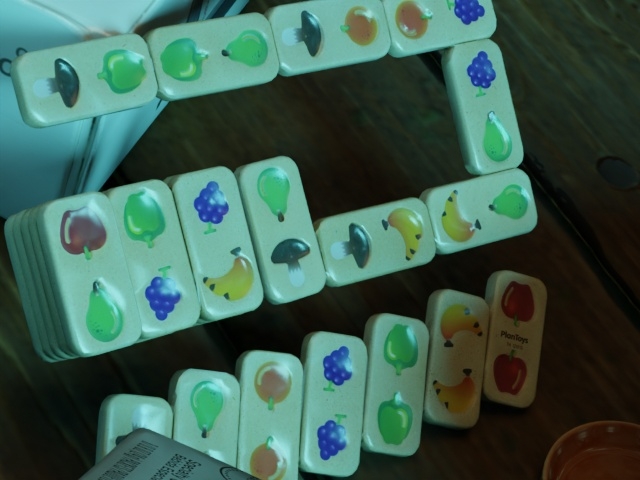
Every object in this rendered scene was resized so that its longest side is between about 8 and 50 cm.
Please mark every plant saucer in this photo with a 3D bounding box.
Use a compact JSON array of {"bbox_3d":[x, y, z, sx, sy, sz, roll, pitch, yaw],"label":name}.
[{"bbox_3d":[0.131,0.112,0.829,0.083,0.013,0.083,11,43,-10],"label":"plant saucer"}]

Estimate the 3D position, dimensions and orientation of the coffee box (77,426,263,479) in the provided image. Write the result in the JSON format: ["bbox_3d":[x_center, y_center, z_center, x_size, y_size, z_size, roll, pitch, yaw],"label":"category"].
[{"bbox_3d":[-0.029,0.160,0.541,0.168,0.119,0.297,23,7,5],"label":"coffee box"}]

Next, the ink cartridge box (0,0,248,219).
[{"bbox_3d":[-0.139,-0.173,0.933,0.226,0.131,0.306,26,45,6],"label":"ink cartridge box"}]

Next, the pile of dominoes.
[{"bbox_3d":[0.000,0.000,0.793,0.251,0.040,0.196,-15,92,-33],"label":"pile of dominoes"}]
